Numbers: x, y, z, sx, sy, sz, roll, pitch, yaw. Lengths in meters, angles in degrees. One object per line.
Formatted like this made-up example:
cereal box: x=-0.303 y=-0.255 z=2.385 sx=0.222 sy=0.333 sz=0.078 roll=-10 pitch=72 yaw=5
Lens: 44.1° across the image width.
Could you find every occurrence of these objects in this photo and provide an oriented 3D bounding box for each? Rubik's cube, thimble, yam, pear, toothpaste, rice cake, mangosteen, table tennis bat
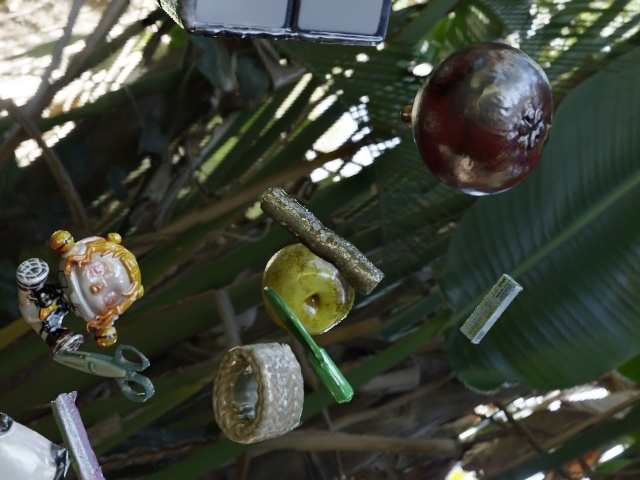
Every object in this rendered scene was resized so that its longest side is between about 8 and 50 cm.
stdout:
Rubik's cube: x=-0.076 y=-0.476 z=1.140 sx=0.318 sy=0.316 sz=0.313 roll=-131 pitch=-136 yaw=-52
thimble: x=-0.146 y=0.358 z=1.867 sx=0.196 sy=0.148 sz=0.229 roll=-5 pitch=-95 yaw=39
yam: x=0.000 y=0.000 z=1.385 sx=0.253 sy=0.061 sz=0.061 roll=39 pitch=-21 yaw=3
pear: x=-0.030 y=0.098 z=1.661 sx=0.197 sy=0.197 sz=0.197 roll=55 pitch=-22 yaw=35
toothpaste: x=0.375 y=0.152 z=1.741 sx=0.034 sy=0.164 sz=0.046 roll=24 pitch=16 yaw=-48
rice cake: x=-0.548 y=0.488 z=1.838 sx=0.051 sy=0.081 sz=0.290 roll=-19 pitch=-89 yaw=32
mangosteen: x=0.230 y=-0.194 z=1.245 sx=0.261 sy=0.235 sz=0.235 roll=21 pitch=-48 yaw=48
table tennis bat: x=-0.022 y=0.185 z=1.406 sx=0.257 sy=0.039 sz=0.160 roll=56 pitch=-10 yaw=-10

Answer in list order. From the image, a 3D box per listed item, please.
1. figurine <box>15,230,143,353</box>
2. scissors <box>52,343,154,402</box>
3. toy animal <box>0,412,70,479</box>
figurine: x=-0.598 y=0.115 z=2.017 sx=0.196 sy=0.323 sz=0.320 roll=0 pitch=-66 yaw=50
scissors: x=-0.495 y=0.283 z=1.786 sx=0.289 sy=0.041 sz=0.138 roll=7 pitch=-66 yaw=29
toy animal: x=-0.612 y=0.486 z=1.423 sx=0.251 sy=0.310 sz=0.251 roll=20 pitch=-31 yaw=12
